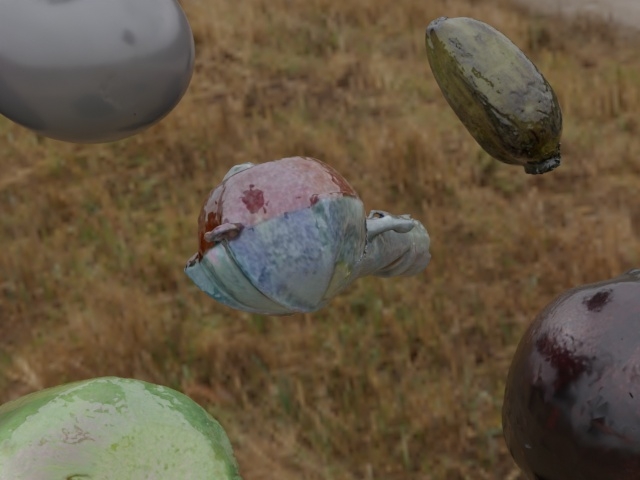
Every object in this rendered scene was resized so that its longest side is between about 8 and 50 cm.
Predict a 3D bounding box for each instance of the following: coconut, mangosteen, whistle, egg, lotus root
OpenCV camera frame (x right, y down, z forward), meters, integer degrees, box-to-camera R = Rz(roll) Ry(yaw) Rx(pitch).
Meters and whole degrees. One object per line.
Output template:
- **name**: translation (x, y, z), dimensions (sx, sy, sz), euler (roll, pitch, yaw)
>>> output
- **coconut**: translation (-0.169, 0.201, 1.033), dimensions (0.204, 0.236, 0.236), euler (2, 17, -35)
- **mangosteen**: translation (0.311, 0.143, 1.399), dimensions (0.297, 0.293, 0.297), euler (0, -12, 0)
- **whistle**: translation (0.000, -0.001, 1.330), dimensions (0.134, 0.142, 0.346), euler (47, 20, 21)
- **egg**: translation (-0.189, -0.149, 1.147), dimensions (0.198, 0.146, 0.146), euler (20, 36, 18)
- **lotus root**: translation (0.166, -0.139, 1.426), dimensions (0.080, 0.179, 0.089), euler (-38, 4, -29)
